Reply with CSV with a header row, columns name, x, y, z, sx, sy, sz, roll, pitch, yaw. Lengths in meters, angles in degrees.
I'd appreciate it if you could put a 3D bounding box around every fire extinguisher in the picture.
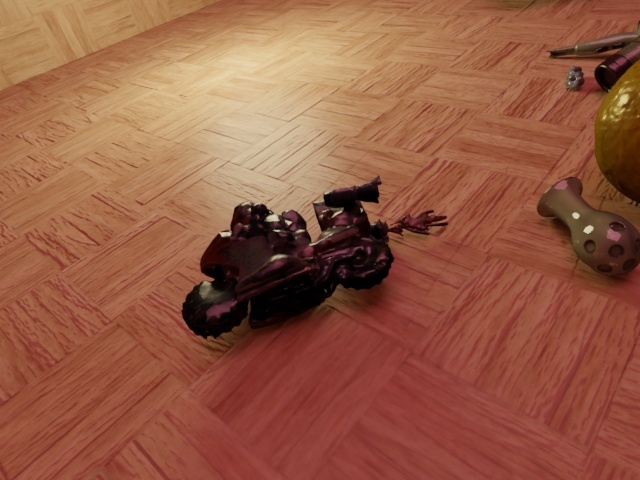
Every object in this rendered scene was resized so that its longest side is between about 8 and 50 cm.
name,x,y,z,sx,sy,sz,roll,pitch,yaw
fire extinguisher,0.676,-0.377,0.885,0.231,0.071,0.099,-34,76,8

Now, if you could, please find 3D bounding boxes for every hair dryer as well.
name,x,y,z,sx,sy,sz,roll,pitch,yaw
hair dryer,0.678,-0.412,0.992,0.267,0.092,0.229,-18,44,16

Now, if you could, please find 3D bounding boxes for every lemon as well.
name,x,y,z,sx,sy,sz,roll,pitch,yaw
lemon,0.508,-0.159,0.602,0.253,0.229,0.228,-31,43,-20

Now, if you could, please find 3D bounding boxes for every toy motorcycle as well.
name,x,y,z,sx,sy,sz,roll,pitch,yaw
toy motorcycle,0.000,0.000,0.636,0.400,0.134,0.207,-17,46,-3

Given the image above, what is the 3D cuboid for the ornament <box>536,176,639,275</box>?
name,x,y,z,sx,sy,sz,roll,pitch,yaw
ornament,0.363,-0.016,0.600,0.075,0.081,0.156,-41,32,19

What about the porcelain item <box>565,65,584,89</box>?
name,x,y,z,sx,sy,sz,roll,pitch,yaw
porcelain item,0.553,-0.353,0.973,0.036,0.028,0.083,-3,38,33
